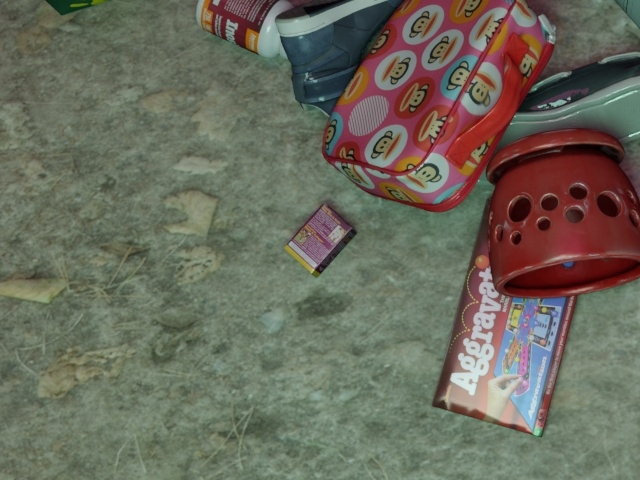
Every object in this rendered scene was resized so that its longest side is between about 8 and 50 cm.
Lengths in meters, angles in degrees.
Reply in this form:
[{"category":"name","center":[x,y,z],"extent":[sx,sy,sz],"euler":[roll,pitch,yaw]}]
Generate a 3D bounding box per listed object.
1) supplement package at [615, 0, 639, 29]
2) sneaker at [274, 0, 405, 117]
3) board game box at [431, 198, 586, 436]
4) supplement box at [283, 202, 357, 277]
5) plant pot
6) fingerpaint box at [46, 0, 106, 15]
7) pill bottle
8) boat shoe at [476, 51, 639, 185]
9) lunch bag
[{"category":"supplement package","center":[0.466,-0.373,1.403],"extent":[0.194,0.149,0.203],"euler":[-37,76,4]},{"category":"sneaker","center":[0.046,-0.257,1.503],"extent":[0.226,0.086,0.163],"euler":[-28,116,-30]},{"category":"board game box","center":[0.249,0.097,1.426],"extent":[0.145,0.027,0.281],"euler":[14,83,14]},{"category":"supplement box","center":[0.000,0.000,1.483],"extent":[0.055,0.043,0.083],"euler":[43,91,15]},{"category":"plant pot","center":[0.291,-0.034,1.331],"extent":[0.191,0.191,0.174],"euler":[-9,75,9]},{"category":"fingerpaint box","center":[-0.404,-0.588,1.500],"extent":[0.163,0.371,0.445],"euler":[-16,78,8]},{"category":"pill bottle","center":[-0.089,-0.305,1.533],"extent":[0.152,0.086,0.086],"euler":[26,86,15]},{"category":"boat shoe","center":[0.304,-0.157,1.430],"extent":[0.302,0.114,0.091],"euler":[-14,39,18]},{"category":"lunch bag","center":[0.154,-0.184,1.380],"extent":[0.258,0.120,0.293],"euler":[20,76,55]}]
